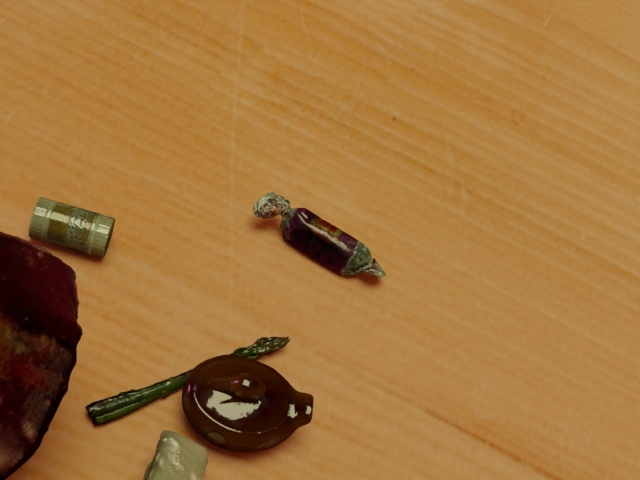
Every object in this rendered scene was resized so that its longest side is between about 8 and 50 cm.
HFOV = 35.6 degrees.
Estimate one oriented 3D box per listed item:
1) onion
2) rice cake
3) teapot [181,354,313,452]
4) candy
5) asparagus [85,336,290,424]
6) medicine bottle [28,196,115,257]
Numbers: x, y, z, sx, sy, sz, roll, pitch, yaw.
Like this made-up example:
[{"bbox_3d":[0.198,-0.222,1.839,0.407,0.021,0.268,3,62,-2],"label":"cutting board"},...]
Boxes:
[{"bbox_3d":[-0.363,0.114,0.786,0.337,0.282,0.260,10,68,-26],"label":"onion"},{"bbox_3d":[-0.163,0.281,0.862,0.057,0.052,0.256,47,40,-26],"label":"rice cake"},{"bbox_3d":[-0.072,0.157,0.986,0.129,0.078,0.098,16,52,-10],"label":"teapot"},{"bbox_3d":[0.000,0.000,1.178,0.175,0.043,0.045,32,46,2],"label":"candy"},{"bbox_3d":[-0.130,0.138,1.022,0.233,0.022,0.023,-19,32,-31],"label":"asparagus"},{"bbox_3d":[-0.269,-0.014,1.079,0.083,0.047,0.047,16,47,-7],"label":"medicine bottle"}]
